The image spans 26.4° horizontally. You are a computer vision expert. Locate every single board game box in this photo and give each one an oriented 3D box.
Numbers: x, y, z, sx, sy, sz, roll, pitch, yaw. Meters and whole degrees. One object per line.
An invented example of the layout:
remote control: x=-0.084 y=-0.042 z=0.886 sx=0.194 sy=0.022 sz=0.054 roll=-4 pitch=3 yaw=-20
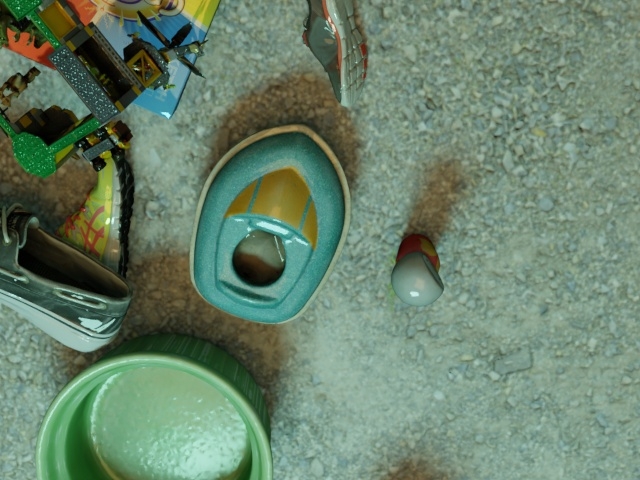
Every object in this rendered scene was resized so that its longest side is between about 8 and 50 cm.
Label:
board game box: x=-0.226 y=-0.337 z=1.630 sx=0.242 sy=0.064 sz=0.316 roll=23 pitch=109 yaw=-5

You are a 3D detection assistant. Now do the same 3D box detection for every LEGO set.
LEGO set: x=-0.303 y=-0.254 z=1.566 sx=0.331 sy=0.192 sz=0.255 roll=47 pitch=134 yaw=-9

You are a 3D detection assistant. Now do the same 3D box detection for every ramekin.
ramekin: x=-0.206 y=0.268 z=1.786 sx=0.303 sy=0.148 sz=0.303 roll=1 pitch=105 yaw=4

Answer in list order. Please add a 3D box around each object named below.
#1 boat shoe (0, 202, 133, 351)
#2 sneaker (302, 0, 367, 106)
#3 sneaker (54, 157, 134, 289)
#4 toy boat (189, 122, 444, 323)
boat shoe: x=-0.380 y=0.008 z=1.682 sx=0.335 sy=0.121 sz=0.119 roll=29 pitch=125 yaw=-13
sneaker: x=0.012 y=-0.241 z=1.668 sx=0.065 sy=0.061 sz=0.158 roll=1 pitch=111 yaw=31
sneaker: x=-0.291 y=-0.018 z=1.737 sx=0.094 sy=0.081 sz=0.208 roll=10 pitch=110 yaw=1
toy boat: x=0.000 y=0.000 z=1.693 sx=0.318 sy=0.148 sz=0.267 roll=14 pitch=109 yaw=-2
